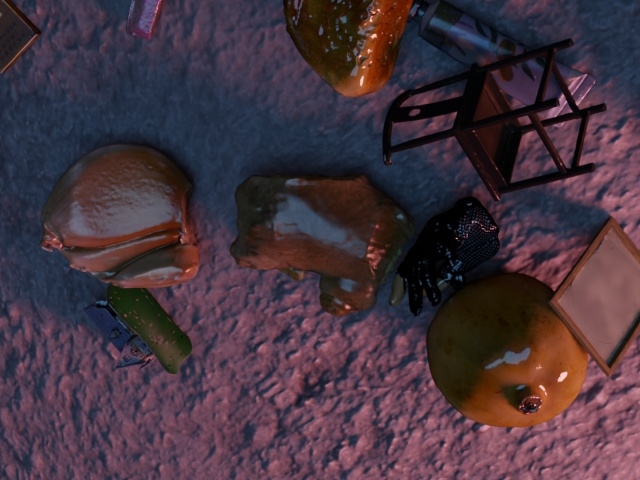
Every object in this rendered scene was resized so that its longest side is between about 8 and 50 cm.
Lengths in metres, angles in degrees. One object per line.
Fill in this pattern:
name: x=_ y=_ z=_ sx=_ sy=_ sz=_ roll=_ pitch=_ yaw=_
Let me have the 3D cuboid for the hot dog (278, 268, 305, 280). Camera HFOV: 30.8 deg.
hot dog: x=-0.057 y=0.025 z=1.747 sx=0.090 sy=0.034 sz=0.030 roll=31 pitch=151 yaw=11

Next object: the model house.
model house: x=-0.291 y=0.144 z=1.786 sx=0.088 sy=0.117 sz=0.167 roll=-36 pitch=102 yaw=22

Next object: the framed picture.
framed picture: x=0.402 y=0.075 z=1.615 sx=0.136 sy=0.201 sz=0.010 roll=50 pitch=142 yaw=-7

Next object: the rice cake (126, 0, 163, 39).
rice cake: x=-0.226 y=-0.382 z=1.645 sx=0.047 sy=0.036 sz=0.206 roll=30 pitch=110 yaw=10

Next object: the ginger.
ginger: x=0.000 y=0.000 z=1.676 sx=0.276 sy=0.130 sz=0.221 roll=-8 pitch=101 yaw=9

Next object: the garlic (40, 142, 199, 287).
garlic: x=-0.298 y=-0.037 z=1.734 sx=0.228 sy=0.110 sz=0.217 roll=-2 pitch=95 yaw=-4

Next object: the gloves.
gloves: x=0.163 y=0.025 z=1.651 sx=0.181 sy=0.129 sz=0.106 roll=-33 pitch=93 yaw=-6

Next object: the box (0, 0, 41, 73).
box: x=-0.489 y=-0.323 z=1.716 sx=0.133 sy=0.023 sz=0.090 roll=45 pitch=108 yaw=-6

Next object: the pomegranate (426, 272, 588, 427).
pomegranate: x=0.264 y=0.152 z=1.642 sx=0.233 sy=0.233 sz=0.233 roll=3 pitch=108 yaw=9

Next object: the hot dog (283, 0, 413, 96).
hot dog: x=0.036 y=-0.330 z=1.547 sx=0.153 sy=0.150 sz=0.256 roll=21 pitch=108 yaw=24

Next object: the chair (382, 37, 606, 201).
chair: x=0.230 y=-0.151 z=1.563 sx=0.260 sy=0.154 sz=0.141 roll=-13 pitch=128 yaw=34

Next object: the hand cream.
hand cream: x=0.241 y=-0.255 z=1.600 sx=0.271 sy=0.058 sz=0.091 roll=30 pitch=121 yaw=-5
